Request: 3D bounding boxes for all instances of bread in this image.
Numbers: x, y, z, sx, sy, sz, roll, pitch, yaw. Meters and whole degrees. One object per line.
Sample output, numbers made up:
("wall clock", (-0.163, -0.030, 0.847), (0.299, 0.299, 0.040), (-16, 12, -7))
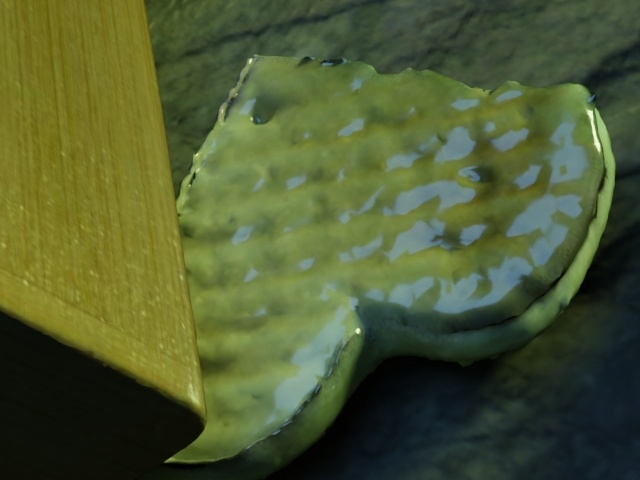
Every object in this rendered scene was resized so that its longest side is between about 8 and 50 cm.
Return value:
("bread", (0.000, 0.000, 0.568), (0.232, 0.064, 0.172), (-31, 57, 1))

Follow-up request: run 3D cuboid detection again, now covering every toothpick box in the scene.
("toothpick box", (-0.157, -0.049, 0.547), (0.190, 0.187, 0.308), (-33, 47, 21))
